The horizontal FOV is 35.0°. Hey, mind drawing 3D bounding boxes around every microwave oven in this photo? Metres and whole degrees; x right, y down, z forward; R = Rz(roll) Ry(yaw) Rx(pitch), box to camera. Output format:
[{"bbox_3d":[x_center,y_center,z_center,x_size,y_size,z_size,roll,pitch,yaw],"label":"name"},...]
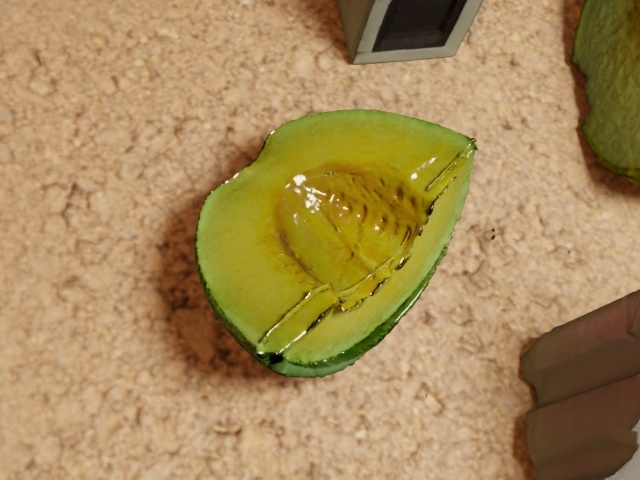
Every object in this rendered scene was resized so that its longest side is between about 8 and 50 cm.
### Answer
[{"bbox_3d":[0.091,-0.286,0.969,0.122,0.208,0.162,-6,69,-13],"label":"microwave oven"}]

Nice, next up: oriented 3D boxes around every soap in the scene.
[{"bbox_3d":[0.284,0.169,0.774,0.159,0.302,0.257,17,65,-12],"label":"soap"}]

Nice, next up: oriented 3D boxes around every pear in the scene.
[{"bbox_3d":[0.404,-0.174,1.011,0.292,0.159,0.292,4,70,-10],"label":"pear"}]

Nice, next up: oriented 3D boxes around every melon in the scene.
[{"bbox_3d":[0.000,0.000,0.889,0.169,0.129,0.265,33,67,29],"label":"melon"}]
